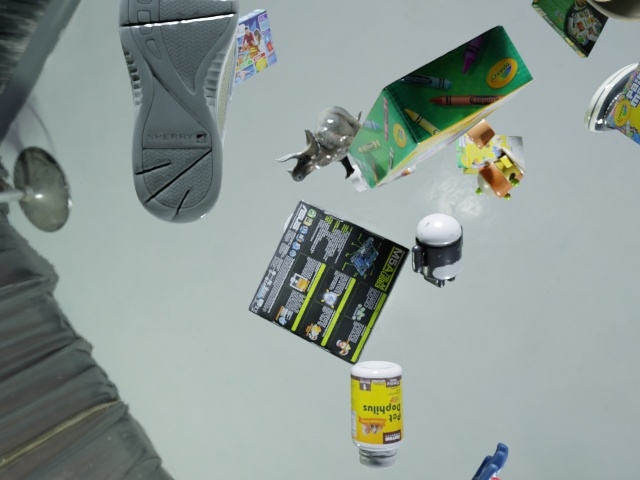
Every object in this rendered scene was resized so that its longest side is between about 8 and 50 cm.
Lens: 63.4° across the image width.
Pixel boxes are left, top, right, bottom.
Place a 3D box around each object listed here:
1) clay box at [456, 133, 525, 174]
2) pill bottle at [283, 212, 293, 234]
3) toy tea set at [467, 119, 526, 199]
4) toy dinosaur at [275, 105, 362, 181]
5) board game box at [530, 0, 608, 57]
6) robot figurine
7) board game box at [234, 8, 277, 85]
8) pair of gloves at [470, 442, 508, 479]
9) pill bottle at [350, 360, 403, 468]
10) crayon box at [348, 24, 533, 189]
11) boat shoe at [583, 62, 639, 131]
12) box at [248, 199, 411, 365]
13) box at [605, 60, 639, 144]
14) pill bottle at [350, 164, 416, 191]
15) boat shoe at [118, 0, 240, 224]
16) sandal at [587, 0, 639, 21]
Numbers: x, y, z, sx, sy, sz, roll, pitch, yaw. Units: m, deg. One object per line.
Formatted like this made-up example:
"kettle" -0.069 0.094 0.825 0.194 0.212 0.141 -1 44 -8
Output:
"clay box" 0.548 -0.279 1.695 0.222 0.053 0.127 2 72 -2
"pill bottle" 0.000 0.000 1.084 0.087 0.160 0.087 -13 63 27
"toy tea set" 0.383 -0.239 1.318 0.124 0.200 0.335 -39 68 18
"toy dinosaur" 0.045 -0.248 1.188 0.160 0.313 0.121 37 144 -13
"board game box" 0.710 -0.648 1.468 0.136 0.260 0.030 -61 30 4
"robot figurine" 0.440 0.035 1.940 0.174 0.209 0.277 1 121 18
"board game box" -0.196 -0.482 1.304 0.035 0.201 0.136 16 134 32
"pair of gloves" 0.216 0.371 0.729 0.023 0.198 0.159 34 106 19
"pill bottle" 0.126 0.385 1.156 0.118 0.117 0.214 -2 88 29
"crayon box" 0.146 -0.167 0.726 0.166 0.278 0.081 -30 89 -8
"boat shoe" 0.956 -0.396 1.454 0.156 0.501 0.186 -127 31 -46
"box" 0.013 0.060 0.777 0.184 0.045 0.190 25 91 10
"box" 0.823 -0.262 1.057 0.279 0.290 0.176 56 150 38
"pill bottle" 0.225 -0.264 1.895 0.221 0.121 0.121 -21 94 25
"boat shoe" -0.148 -0.177 0.562 0.118 0.103 0.319 -1 92 -12
"sandal" 0.347 -0.328 0.634 0.180 0.049 0.072 36 121 6
